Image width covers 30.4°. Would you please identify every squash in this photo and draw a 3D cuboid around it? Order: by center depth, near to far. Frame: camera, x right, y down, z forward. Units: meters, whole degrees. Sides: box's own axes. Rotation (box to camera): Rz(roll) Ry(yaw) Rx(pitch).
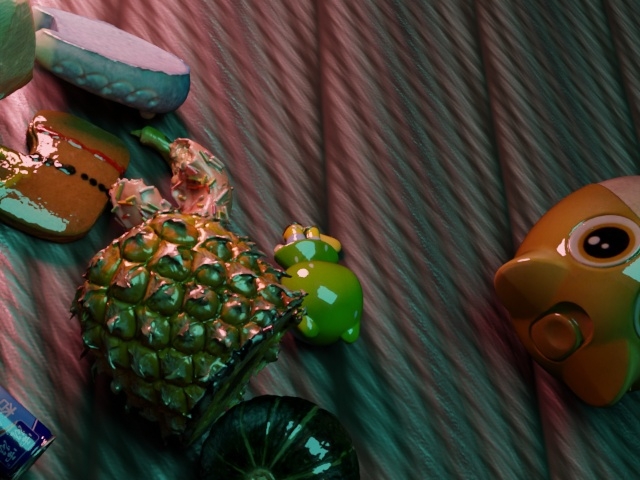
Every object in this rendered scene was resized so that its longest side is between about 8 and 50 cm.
[{"bbox_3d":[-0.066,0.363,1.828,0.252,0.252,0.165,51,14,9],"label":"squash"}]

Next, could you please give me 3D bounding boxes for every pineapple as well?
[{"bbox_3d":[-0.214,0.125,1.857,0.300,0.352,0.352,42,46,14],"label":"pineapple"}]

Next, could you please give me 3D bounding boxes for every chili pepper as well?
[{"bbox_3d":[-0.266,-0.141,2.191,0.208,0.043,0.049,48,35,6],"label":"chili pepper"}]

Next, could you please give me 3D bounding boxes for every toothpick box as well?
[{"bbox_3d":[0.578,0.091,2.300,0.425,0.409,0.409,-30,78,-37],"label":"toothpick box"}]

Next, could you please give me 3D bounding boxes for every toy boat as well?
[{"bbox_3d":[-0.401,-0.314,2.172,0.330,0.123,0.215,15,22,-30],"label":"toy boat"}]

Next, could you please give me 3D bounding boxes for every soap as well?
[{"bbox_3d":[0.000,0.000,2.275,0.089,0.012,0.034,23,50,-17],"label":"soap"}]

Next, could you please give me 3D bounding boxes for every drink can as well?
[{"bbox_3d":[-0.507,0.245,1.736,0.235,0.097,0.097,42,47,2],"label":"drink can"}]

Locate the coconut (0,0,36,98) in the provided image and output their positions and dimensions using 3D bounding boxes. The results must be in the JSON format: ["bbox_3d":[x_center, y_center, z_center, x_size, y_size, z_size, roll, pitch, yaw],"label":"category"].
[{"bbox_3d":[-0.627,-0.358,1.912,0.346,0.346,0.360,48,55,6],"label":"coconut"}]

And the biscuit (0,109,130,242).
[{"bbox_3d":[-0.480,-0.134,2.046,0.262,0.052,0.277,32,48,-9],"label":"biscuit"}]

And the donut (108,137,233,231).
[{"bbox_3d":[-0.247,-0.069,2.091,0.199,0.085,0.233,51,50,-5],"label":"donut"}]

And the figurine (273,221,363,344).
[{"bbox_3d":[-0.011,0.078,2.139,0.162,0.143,0.263,15,42,-30],"label":"figurine"}]
